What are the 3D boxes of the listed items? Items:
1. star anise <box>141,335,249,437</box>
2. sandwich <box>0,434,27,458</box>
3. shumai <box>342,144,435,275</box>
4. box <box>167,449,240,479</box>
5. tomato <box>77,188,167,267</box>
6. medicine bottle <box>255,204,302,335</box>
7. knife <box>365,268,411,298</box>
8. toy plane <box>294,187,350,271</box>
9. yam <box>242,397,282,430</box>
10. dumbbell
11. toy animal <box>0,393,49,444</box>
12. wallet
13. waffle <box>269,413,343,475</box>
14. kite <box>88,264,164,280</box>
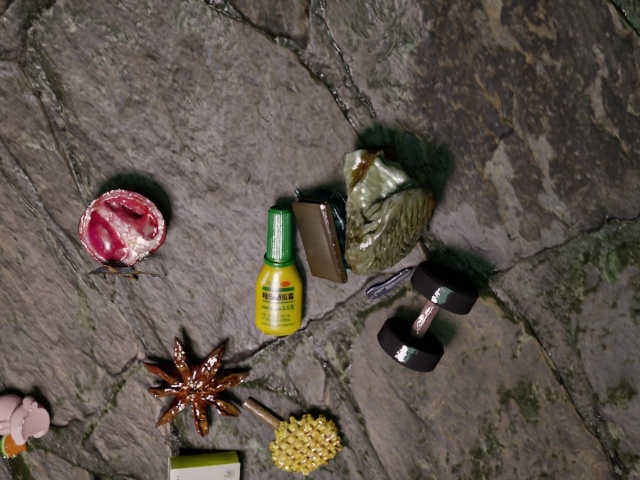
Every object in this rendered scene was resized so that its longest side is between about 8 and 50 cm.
[{"bbox_3d":[-0.317,0.359,1.728,0.289,0.088,0.288,2,108,7],"label":"star anise"},{"bbox_3d":[-0.810,0.532,1.855,0.070,0.026,0.101,-3,110,1],"label":"sandwich"},{"bbox_3d":[0.115,-0.065,1.535,0.204,0.222,0.271,44,117,28],"label":"shumai"},{"bbox_3d":[-0.303,0.672,1.807,0.175,0.062,0.260,0,108,-17],"label":"box"},{"bbox_3d":[-0.447,-0.032,1.609,0.189,0.099,0.173,-34,97,2],"label":"tomato"},{"bbox_3d":[-0.095,0.070,1.624,0.111,0.076,0.308,1,107,-3],"label":"medicine bottle"},{"bbox_3d":[0.159,0.100,1.642,0.121,0.018,0.031,-35,103,12],"label":"knife"},{"bbox_3d":[0.031,-0.029,1.590,0.096,0.060,0.235,-25,101,34],"label":"toy plane"},{"bbox_3d":[-0.132,0.445,1.766,0.145,0.032,0.032,37,107,-6],"label":"yam"},{"bbox_3d":[0.241,0.170,1.587,0.153,0.152,0.218,27,107,-4],"label":"dumbbell"},{"bbox_3d":[-0.796,0.437,1.789,0.213,0.124,0.124,13,109,23],"label":"toy animal"},{"bbox_3d":[0.000,0.000,1.576,0.110,0.031,0.197,10,123,45],"label":"wallet"},{"bbox_3d":[-0.038,0.508,1.755,0.191,0.038,0.191,-4,117,-9],"label":"waffle"},{"bbox_3d":[-0.460,0.078,1.622,0.183,0.160,0.010,0,76,10],"label":"kite"}]
